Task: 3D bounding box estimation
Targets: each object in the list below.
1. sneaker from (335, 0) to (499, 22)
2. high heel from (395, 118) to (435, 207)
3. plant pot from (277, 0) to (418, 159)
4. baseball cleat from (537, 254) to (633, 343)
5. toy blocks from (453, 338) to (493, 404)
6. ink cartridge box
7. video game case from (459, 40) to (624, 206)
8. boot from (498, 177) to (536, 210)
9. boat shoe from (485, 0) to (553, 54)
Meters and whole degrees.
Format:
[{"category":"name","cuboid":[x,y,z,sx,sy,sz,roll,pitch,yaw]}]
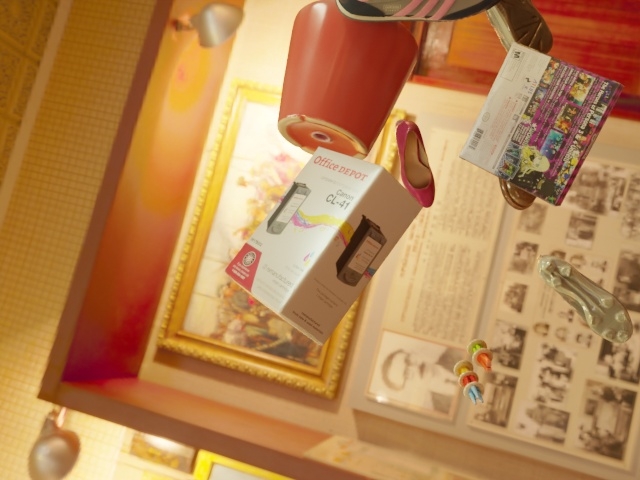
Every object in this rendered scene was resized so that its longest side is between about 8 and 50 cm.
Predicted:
[{"category":"sneaker","cuboid":[0.187,-0.455,1.221,0.131,0.318,0.112,97,165,-85]},{"category":"high heel","cuboid":[0.242,-0.181,1.711,0.117,0.082,0.244,-101,-3,-70]},{"category":"plant pot","cuboid":[0.039,-0.309,1.408,0.275,0.274,0.243,60,-134,-70]},{"category":"baseball cleat","cuboid":[0.477,0.095,1.250,0.072,0.206,0.109,-45,-2,15]},{"category":"toy blocks","cuboid":[0.393,0.332,1.729,0.123,0.054,0.148,-62,13,17]},{"category":"ink cartridge box","cuboid":[0.000,0.000,1.253,0.131,0.226,0.306,39,-97,-36]},{"category":"video game case","cuboid":[0.389,-0.210,1.245,0.041,0.210,0.232,-3,-59,-54]},{"category":"boot","cuboid":[0.452,-0.207,1.417,0.115,0.112,0.306,-16,50,63]},{"category":"boat shoe","cuboid":[0.400,-0.504,1.485,0.098,0.109,0.303,91,158,-76]}]
